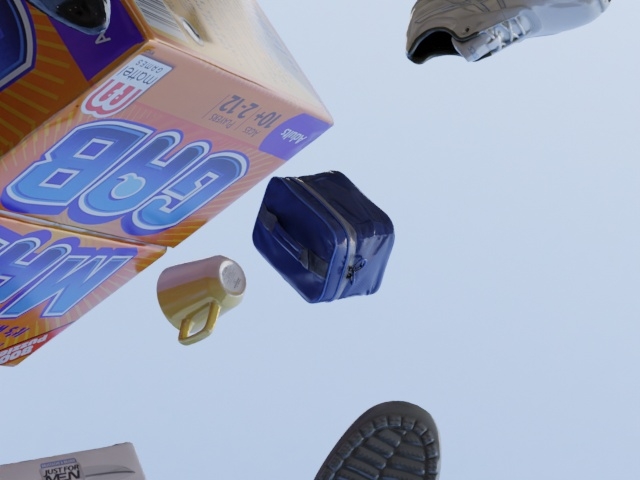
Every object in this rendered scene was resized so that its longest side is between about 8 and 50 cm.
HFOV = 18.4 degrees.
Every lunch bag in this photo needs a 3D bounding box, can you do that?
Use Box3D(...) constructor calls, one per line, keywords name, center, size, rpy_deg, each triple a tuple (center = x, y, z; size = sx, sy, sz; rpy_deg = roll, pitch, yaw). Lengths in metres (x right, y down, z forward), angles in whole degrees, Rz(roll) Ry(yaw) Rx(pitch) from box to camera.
Box3D(name="lunch bag", center=(0.000, 0.000, 1.355), size=(0.065, 0.067, 0.098), rpy_deg=(-8, -144, -36))

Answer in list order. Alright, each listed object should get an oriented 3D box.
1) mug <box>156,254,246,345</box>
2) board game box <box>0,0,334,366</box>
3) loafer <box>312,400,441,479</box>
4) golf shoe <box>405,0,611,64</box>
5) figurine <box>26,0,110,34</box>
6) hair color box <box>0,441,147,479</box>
Box3D(name="mug", center=(-0.096, 0.049, 1.704), size=(0.064, 0.078, 0.062), rpy_deg=(-23, 165, 38))
Box3D(name="board game box", center=(-0.275, -0.151, 1.520), size=(0.356, 0.356, 0.356), rpy_deg=(-37, -107, 14))
Box3D(name="loafer", center=(0.019, 0.229, 1.536), size=(0.094, 0.251, 0.087), rpy_deg=(23, -164, -6))
Box3D(name="golf shoe", center=(0.146, -0.171, 1.578), size=(0.176, 0.069, 0.086), rpy_deg=(-4, -133, 37))
Box3D(name="figurine", center=(-0.162, -0.234, 1.093), size=(0.209, 0.215, 0.092), rpy_deg=(22, -175, 35))
Box3D(name="hair color box", center=(-0.225, 0.378, 1.936), size=(0.185, 0.110, 0.339), rpy_deg=(-6, -118, -34))
